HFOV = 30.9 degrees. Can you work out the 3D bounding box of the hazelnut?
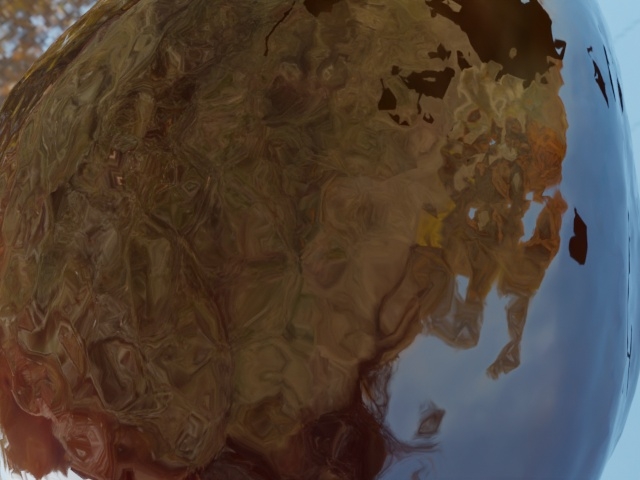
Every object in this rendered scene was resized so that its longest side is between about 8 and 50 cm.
[{"bbox_3d":[0.000,0.000,0.605,0.353,0.421,0.421,20,-114,22],"label":"hazelnut"}]
